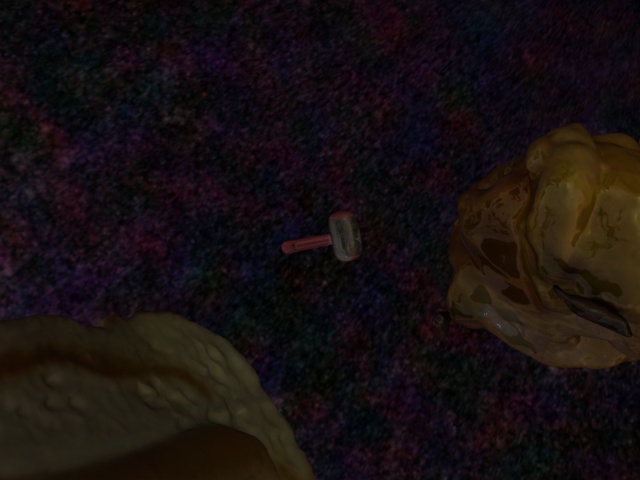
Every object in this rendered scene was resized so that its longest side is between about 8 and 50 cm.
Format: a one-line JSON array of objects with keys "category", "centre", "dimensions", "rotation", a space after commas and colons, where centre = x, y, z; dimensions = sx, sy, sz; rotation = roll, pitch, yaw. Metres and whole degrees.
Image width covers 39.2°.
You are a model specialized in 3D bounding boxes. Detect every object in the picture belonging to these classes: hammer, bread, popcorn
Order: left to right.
[{"category": "bread", "centre": [-0.193, 0.195, 0.426], "dimensions": [0.341, 0.300, 0.210], "rotation": [-35, 69, 17]}, {"category": "hammer", "centre": [0.000, 0.000, 0.926], "dimensions": [0.083, 0.031, 0.053], "rotation": [-10, 97, 8]}, {"category": "popcorn", "centre": [0.273, 0.000, 0.936], "dimensions": [0.315, 0.281, 0.297], "rotation": [18, 152, 41]}]
